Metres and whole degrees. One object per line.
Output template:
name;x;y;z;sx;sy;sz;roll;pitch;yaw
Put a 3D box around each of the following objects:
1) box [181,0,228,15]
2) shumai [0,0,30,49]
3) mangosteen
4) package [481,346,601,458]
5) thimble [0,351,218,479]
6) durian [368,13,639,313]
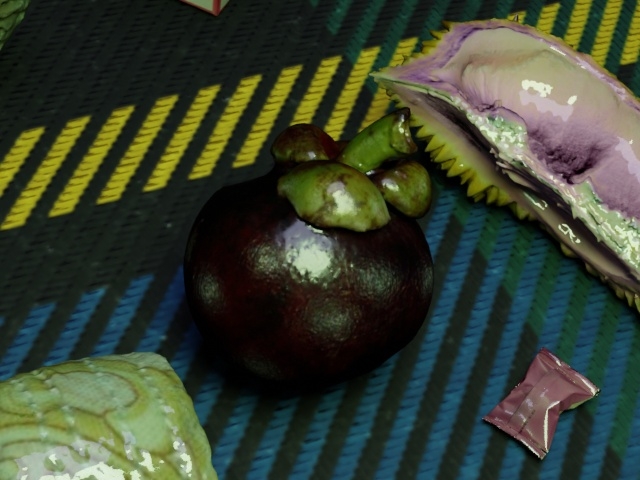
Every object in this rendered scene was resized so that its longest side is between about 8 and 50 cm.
box;-0.149;-0.452;1.388;0.312;0.314;0.300;23;53;9
shumai;-0.380;-0.208;1.196;0.222;0.225;0.260;39;70;19
mangosteen;0.000;0.000;1.093;0.194;0.230;0.194;17;21;-7
package;0.172;0.127;1.152;0.059;0.029;0.083;35;62;22
thimble;-0.158;0.150;0.999;0.143;0.137;0.190;-10;42;-19
durian;0.209;-0.063;1.271;0.341;0.112;0.191;38;42;9
